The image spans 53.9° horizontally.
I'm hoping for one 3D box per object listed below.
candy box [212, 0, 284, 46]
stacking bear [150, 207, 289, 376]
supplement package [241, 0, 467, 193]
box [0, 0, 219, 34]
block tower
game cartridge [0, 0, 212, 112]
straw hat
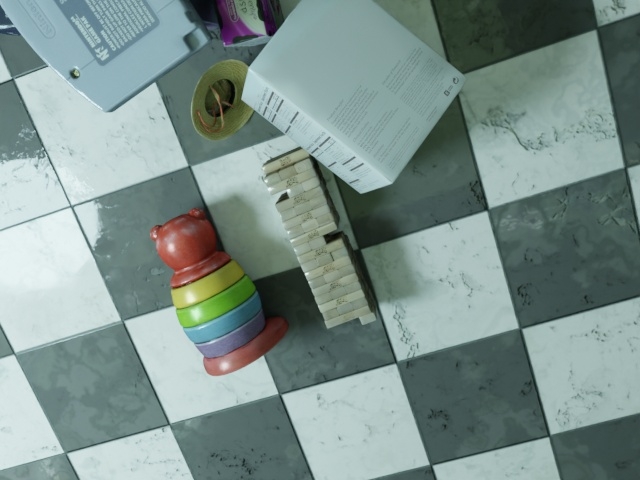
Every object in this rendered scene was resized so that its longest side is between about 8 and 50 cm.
[{"bbox_3d":[-0.112,-0.384,0.966,0.071,0.233,0.159,-11,107,7],"label":"candy box"},{"bbox_3d":[-0.203,0.086,1.161,0.175,0.164,0.289,-24,99,10],"label":"stacking bear"},{"bbox_3d":[0.042,-0.237,0.993,0.262,0.198,0.199,37,83,-8],"label":"supplement package"},{"bbox_3d":[-0.312,-0.401,0.940,0.293,0.296,0.183,-3,106,5],"label":"box"},{"bbox_3d":[0.000,0.000,1.150,0.097,0.091,0.336,-22,104,11],"label":"block tower"},{"bbox_3d":[-0.297,-0.323,0.783,0.198,0.062,0.297,-30,103,15],"label":"game cartridge"},{"bbox_3d":[-0.183,-0.252,1.097,0.061,0.144,0.145,33,112,38],"label":"straw hat"}]
